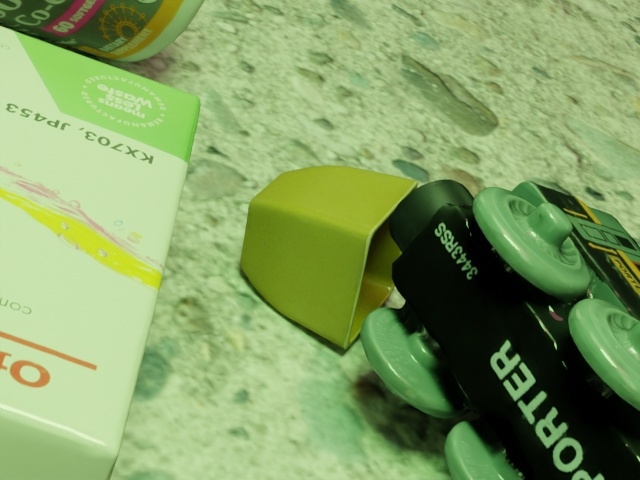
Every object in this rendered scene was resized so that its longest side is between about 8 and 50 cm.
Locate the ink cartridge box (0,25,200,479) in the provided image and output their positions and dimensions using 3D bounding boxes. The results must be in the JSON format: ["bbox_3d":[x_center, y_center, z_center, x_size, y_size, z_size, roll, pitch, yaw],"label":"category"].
[{"bbox_3d":[-0.181,0.032,0.594,0.207,0.119,0.353,18,34,-10],"label":"ink cartridge box"}]

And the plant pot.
[{"bbox_3d":[0.000,0.000,0.796,0.083,0.081,0.081,21,32,15],"label":"plant pot"}]

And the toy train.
[{"bbox_3d":[0.160,0.099,0.702,0.190,0.142,0.334,12,35,-45],"label":"toy train"}]

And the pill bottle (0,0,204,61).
[{"bbox_3d":[-0.210,-0.222,0.841,0.278,0.162,0.162,13,33,-41],"label":"pill bottle"}]
